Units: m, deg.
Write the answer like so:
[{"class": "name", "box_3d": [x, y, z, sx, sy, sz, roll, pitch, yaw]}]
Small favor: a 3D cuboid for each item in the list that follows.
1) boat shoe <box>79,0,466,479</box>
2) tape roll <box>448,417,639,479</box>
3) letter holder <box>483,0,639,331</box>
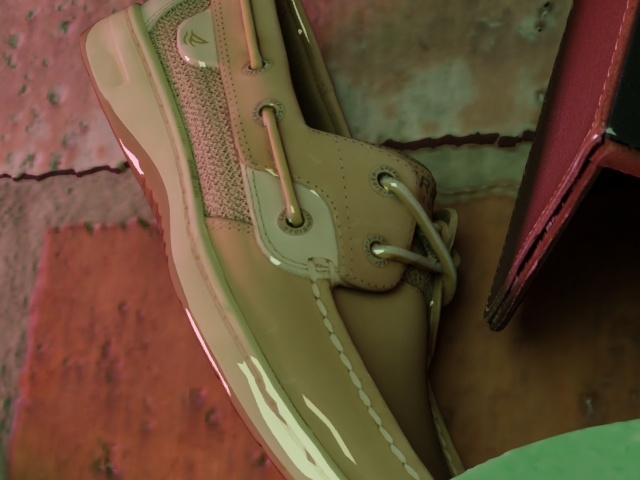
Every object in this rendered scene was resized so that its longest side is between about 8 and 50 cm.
[{"class": "boat shoe", "box_3d": [0.000, 0.000, 0.750, 0.110, 0.121, 0.341, -32, 57, 6]}, {"class": "tape roll", "box_3d": [0.125, 0.186, 0.523, 0.321, 0.077, 0.321, -9, 38, 7]}, {"class": "letter holder", "box_3d": [0.187, -0.101, 0.713, 0.152, 0.214, 0.302, 19, 67, -1]}]
